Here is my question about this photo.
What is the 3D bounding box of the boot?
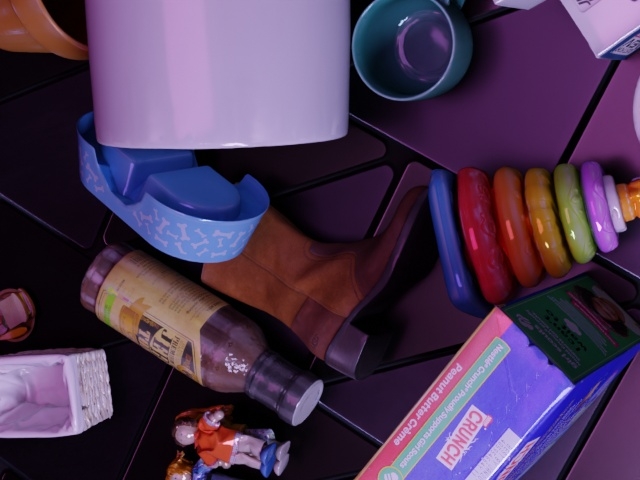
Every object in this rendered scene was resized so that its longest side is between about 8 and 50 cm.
[{"bbox_3d":[0.000,0.000,1.786,0.280,0.096,0.264,33,112,30],"label":"boot"}]

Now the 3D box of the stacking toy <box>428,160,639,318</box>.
[{"bbox_3d":[0.282,-0.028,1.595,0.302,0.175,0.166,-14,74,16],"label":"stacking toy"}]

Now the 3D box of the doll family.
[{"bbox_3d":[-0.130,0.307,1.866,0.163,0.118,0.263,16,121,17],"label":"doll family"}]

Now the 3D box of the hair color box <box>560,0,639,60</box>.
[{"bbox_3d":[0.405,-0.363,1.516,0.347,0.105,0.174,-35,79,25],"label":"hair color box"}]

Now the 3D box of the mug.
[{"bbox_3d":[0.126,-0.235,1.670,0.158,0.097,0.129,-21,87,25],"label":"mug"}]

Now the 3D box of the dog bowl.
[{"bbox_3d":[-0.195,-0.070,1.792,0.297,0.166,0.074,37,124,35],"label":"dog bowl"}]

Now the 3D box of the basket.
[{"bbox_3d":[-0.383,0.207,1.963,0.167,0.103,0.113,-5,94,25],"label":"basket"}]

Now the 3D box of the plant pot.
[{"bbox_3d":[-0.353,-0.326,1.844,0.188,0.205,0.205,-9,93,42],"label":"plant pot"}]

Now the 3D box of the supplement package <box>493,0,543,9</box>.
[{"bbox_3d":[0.255,-0.329,1.477,0.179,0.105,0.105,-27,84,27],"label":"supplement package"}]

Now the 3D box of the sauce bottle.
[{"bbox_3d":[-0.154,0.123,1.839,0.344,0.111,0.111,29,108,21],"label":"sauce bottle"}]

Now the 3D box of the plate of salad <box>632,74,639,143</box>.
[{"bbox_3d":[0.442,-0.145,1.559,0.200,0.048,0.200,4,98,25],"label":"plate of salad"}]

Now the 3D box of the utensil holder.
[{"bbox_3d":[-0.124,-0.310,1.657,0.327,0.327,0.385,4,100,25],"label":"utensil holder"}]

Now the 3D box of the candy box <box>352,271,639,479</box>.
[{"bbox_3d":[0.204,0.184,1.562,0.122,0.317,0.268,43,112,15],"label":"candy box"}]

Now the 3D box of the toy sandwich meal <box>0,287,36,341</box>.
[{"bbox_3d":[-0.442,0.107,2.018,0.085,0.029,0.085,3,98,25],"label":"toy sandwich meal"}]
